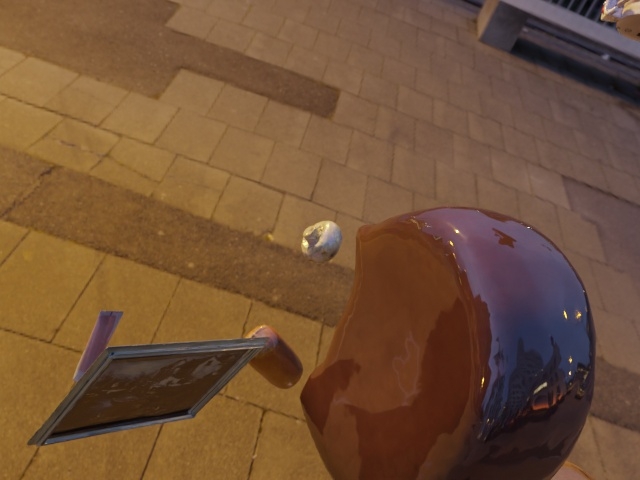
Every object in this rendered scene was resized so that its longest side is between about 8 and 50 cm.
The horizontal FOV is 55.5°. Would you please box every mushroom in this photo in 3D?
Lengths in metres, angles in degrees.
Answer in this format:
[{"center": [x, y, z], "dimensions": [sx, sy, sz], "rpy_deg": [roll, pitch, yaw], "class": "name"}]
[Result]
[{"center": [0.000, 0.000, 1.105], "dimensions": [0.067, 0.084, 0.083], "rpy_deg": [42, 27, -29], "class": "mushroom"}]

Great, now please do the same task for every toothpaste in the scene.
[{"center": [-0.537, 0.252, 1.456], "dimensions": [0.043, 0.194, 0.067], "rpy_deg": [33, 10, 32], "class": "toothpaste"}]

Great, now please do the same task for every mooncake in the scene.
[{"center": [0.119, 0.136, 0.646], "dimensions": [0.174, 0.334, 0.325], "rpy_deg": [7, 77, -31], "class": "mooncake"}]

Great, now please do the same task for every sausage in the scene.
[{"center": [-0.119, 0.301, 1.547], "dimensions": [0.105, 0.274, 0.105], "rpy_deg": [-9, 57, 14], "class": "sausage"}]

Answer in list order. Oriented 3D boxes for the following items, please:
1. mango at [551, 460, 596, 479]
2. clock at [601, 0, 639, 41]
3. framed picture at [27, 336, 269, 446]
[{"center": [0.351, 0.436, 1.012], "dimensions": [0.317, 0.211, 0.172], "rpy_deg": [38, 57, -27], "class": "mango"}, {"center": [0.368, -0.259, 0.666], "dimensions": [0.087, 0.041, 0.129], "rpy_deg": [20, -3, -2], "class": "clock"}, {"center": [-0.237, 0.221, 0.894], "dimensions": [0.296, 0.232, 0.019], "rpy_deg": [6, 44, -52], "class": "framed picture"}]
